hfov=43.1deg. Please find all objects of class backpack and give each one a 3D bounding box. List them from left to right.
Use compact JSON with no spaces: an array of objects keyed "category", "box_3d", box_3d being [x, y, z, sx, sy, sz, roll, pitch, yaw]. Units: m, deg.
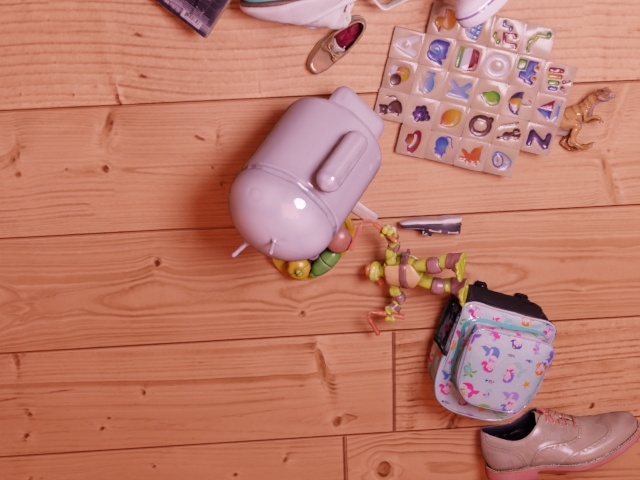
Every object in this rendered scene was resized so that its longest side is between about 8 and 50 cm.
[{"category":"backpack","box_3d":[0.340,0.242,1.639,0.225,0.191,0.253,15,114,-10]}]

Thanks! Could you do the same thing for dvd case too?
[{"category":"dvd case","box_3d":[-0.201,-0.488,1.394,0.164,0.018,0.221,38,106,2]}]

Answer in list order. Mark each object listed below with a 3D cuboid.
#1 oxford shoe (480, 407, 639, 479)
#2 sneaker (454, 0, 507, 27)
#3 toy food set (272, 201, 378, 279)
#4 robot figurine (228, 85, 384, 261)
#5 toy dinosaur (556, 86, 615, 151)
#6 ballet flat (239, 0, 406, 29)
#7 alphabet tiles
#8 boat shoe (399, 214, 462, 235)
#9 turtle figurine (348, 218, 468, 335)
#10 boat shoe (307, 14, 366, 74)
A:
[{"category":"oxford shoe","box_3d":[0.514,0.418,1.744,0.348,0.123,0.130,-18,105,2]},{"category":"sneaker","box_3d":[0.265,-0.494,1.320,0.161,0.102,0.282,36,76,-29]},{"category":"toy food set","box_3d":[0.000,0.000,1.582,0.128,0.071,0.218,42,103,-16]},{"category":"robot figurine","box_3d":[-0.027,-0.108,1.421,0.200,0.300,0.353,40,65,-13]},{"category":"toy dinosaur","box_3d":[0.463,-0.218,1.545,0.211,0.064,0.112,-28,98,20]},{"category":"ballet flat","box_3d":[0.062,-0.438,1.393,0.400,0.139,0.139,-20,110,10]},{"category":"alphabet tiles","box_3d":[0.284,-0.275,1.505,0.342,0.011,0.285,13,110,0]},{"category":"boat shoe","box_3d":[0.218,-0.027,1.600,0.125,0.046,0.038,-4,106,-10]},{"category":"turtle figurine","box_3d":[0.176,0.075,1.582,0.217,0.087,0.269,5,119,22]},{"category":"boat shoe","box_3d":[0.028,-0.353,1.465,0.050,0.045,0.135,41,103,-16]}]
